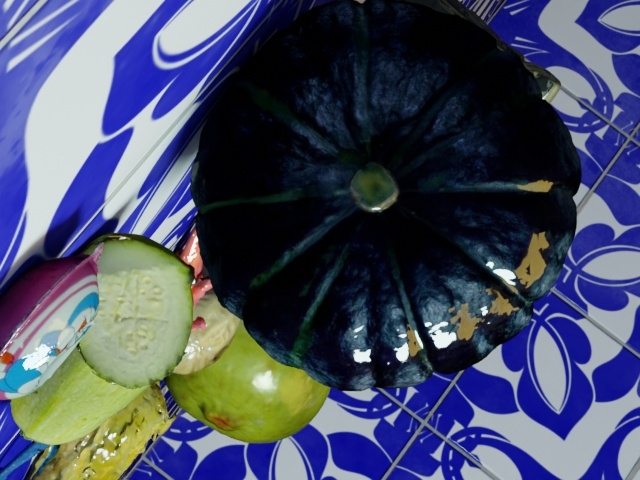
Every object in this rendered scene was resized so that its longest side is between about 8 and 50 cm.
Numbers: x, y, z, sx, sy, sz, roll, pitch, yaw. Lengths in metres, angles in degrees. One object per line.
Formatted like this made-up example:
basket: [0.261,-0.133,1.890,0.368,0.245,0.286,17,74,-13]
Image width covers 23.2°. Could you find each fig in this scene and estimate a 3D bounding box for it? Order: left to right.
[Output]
fig: [-0.088,0.137,2.271,0.258,0.258,0.326,-56,-173,44]

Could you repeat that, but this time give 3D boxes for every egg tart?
egg tart: [-0.283,0.264,2.106,0.291,0.107,0.291,-53,178,-3]

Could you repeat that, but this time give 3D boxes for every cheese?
cheese: [-0.245,0.097,1.213,0.244,0.062,0.155,-51,178,-19]

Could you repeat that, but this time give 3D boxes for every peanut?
peanut: [-0.144,0.081,2.064,0.236,0.110,0.120,-52,169,-37]

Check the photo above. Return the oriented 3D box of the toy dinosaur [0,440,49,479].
toy dinosaur: [-0.264,0.173,1.683,0.144,0.076,0.329,-42,-179,-38]

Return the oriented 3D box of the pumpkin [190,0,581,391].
pumpkin: [0.061,-0.043,1.445,0.363,0.363,0.266,-53,170,-2]

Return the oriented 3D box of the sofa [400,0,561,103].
sofa: [0.187,-0.230,2.165,0.200,0.258,0.182,-55,163,25]

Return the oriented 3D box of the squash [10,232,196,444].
squash: [-0.224,0.131,1.421,0.287,0.137,0.137,-50,179,37]

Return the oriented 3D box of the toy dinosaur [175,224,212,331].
toy dinosaur: [-0.184,0.056,1.854,0.139,0.070,0.286,-24,159,-33]
